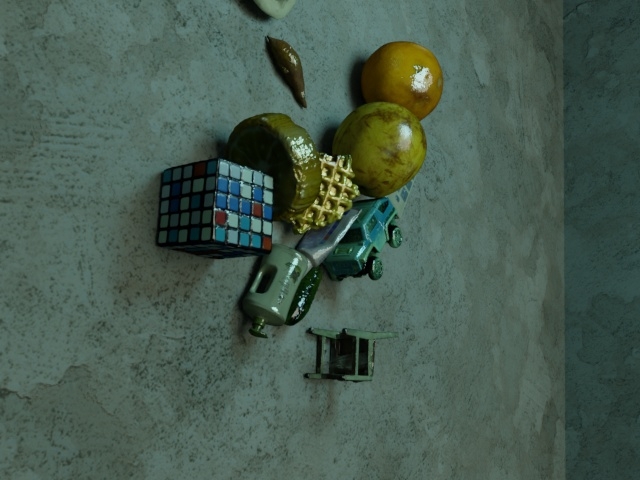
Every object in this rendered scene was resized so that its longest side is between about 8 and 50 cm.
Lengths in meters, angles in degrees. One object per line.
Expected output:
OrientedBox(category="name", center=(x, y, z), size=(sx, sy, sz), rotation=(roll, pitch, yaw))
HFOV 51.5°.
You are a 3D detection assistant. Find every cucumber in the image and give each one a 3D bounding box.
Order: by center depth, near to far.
OrientedBox(category="cucumber", center=(-0.044, 0.136, 1.749), size=(0.069, 0.069, 0.227), rotation=(58, 39, -28))

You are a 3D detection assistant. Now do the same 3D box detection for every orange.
OrientedBox(category="orange", center=(0.256, -0.491, 2.077), size=(0.261, 0.261, 0.261), rotation=(12, 75, -51))

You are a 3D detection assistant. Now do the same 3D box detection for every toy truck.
OrientedBox(category="toy truck", center=(0.119, -0.003, 1.899), size=(0.279, 0.154, 0.156), rotation=(-53, 128, -43))

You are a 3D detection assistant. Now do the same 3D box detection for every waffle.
OrientedBox(category="waffle", center=(-0.024, -0.159, 1.756), size=(0.291, 0.051, 0.292), rotation=(-1, 92, -27))

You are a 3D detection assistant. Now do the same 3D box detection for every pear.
OrientedBox(category="pear", center=(0.167, -0.260, 1.917), size=(0.280, 0.280, 0.281), rotation=(12, 75, -51))

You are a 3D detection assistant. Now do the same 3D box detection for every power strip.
OrientedBox(category="power strip", center=(0.273, -0.220, 2.225), size=(0.106, 0.043, 0.367), rotation=(51, 48, -33))

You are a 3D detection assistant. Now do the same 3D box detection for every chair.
OrientedBox(category="chair", center=(0.093, 0.318, 1.832), size=(0.270, 0.136, 0.147), rotation=(16, 73, -51))

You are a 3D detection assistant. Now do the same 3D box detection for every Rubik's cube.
OrientedBox(category="Rubik's cube", center=(-0.226, -0.063, 1.449), size=(0.182, 0.187, 0.184), rotation=(14, 76, -51))

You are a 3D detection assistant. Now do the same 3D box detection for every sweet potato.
OrientedBox(category="sweet potato", center=(-0.075, -0.462, 1.806), size=(0.226, 0.068, 0.068), rotation=(61, 43, -27))

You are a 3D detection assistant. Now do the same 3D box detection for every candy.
OrientedBox(category="candy", center=(-0.114, -0.172, 1.556), size=(0.118, 0.259, 0.260), rotation=(-25, 104, -48))

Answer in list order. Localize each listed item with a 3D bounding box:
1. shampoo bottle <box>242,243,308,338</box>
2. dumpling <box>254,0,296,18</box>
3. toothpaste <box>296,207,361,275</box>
OrientedBox(category="shampoo bottle", center=(-0.119, 0.129, 1.619), size=(0.118, 0.087, 0.234), rotation=(24, 59, -4))
OrientedBox(category="dumpling", center=(-0.140, -0.724, 1.663), size=(0.243, 0.187, 0.318), rotation=(-34, 114, -53))
OrientedBox(category="toothpaste", center=(-0.002, -0.001, 1.796), size=(0.099, 0.068, 0.282), rotation=(33, 57, 7))
